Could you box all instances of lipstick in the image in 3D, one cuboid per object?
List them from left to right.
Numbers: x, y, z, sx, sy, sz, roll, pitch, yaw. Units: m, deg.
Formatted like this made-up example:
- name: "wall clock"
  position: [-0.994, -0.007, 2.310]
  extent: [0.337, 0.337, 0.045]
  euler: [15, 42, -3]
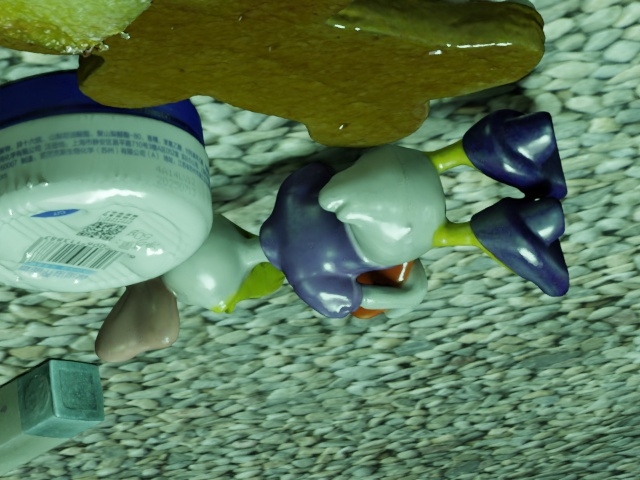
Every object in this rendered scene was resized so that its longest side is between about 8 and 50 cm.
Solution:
- name: "lipstick"
  position: [-0.358, 0.215, 2.108]
  extent: [0.068, 0.066, 0.317]
  euler: [11, 151, -42]

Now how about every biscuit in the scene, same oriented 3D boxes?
- name: "biscuit"
  position: [-0.054, -0.157, 1.334]
  extent: [0.432, 0.064, 0.283]
  euler: [9, 160, -35]

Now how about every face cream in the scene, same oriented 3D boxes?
- name: "face cream"
  position: [-0.188, -0.038, 1.505]
  extent: [0.206, 0.111, 0.206]
  euler: [-7, 155, -3]

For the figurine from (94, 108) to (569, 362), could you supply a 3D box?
- name: "figurine"
  position: [0.006, 0.000, 1.602]
  extent: [0.421, 0.154, 0.193]
  euler: [-15, 165, 25]

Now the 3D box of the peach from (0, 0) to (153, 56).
- name: "peach"
  position: [-0.177, -0.183, 1.081]
  extent: [0.189, 0.068, 0.279]
  euler: [1, 163, 10]
